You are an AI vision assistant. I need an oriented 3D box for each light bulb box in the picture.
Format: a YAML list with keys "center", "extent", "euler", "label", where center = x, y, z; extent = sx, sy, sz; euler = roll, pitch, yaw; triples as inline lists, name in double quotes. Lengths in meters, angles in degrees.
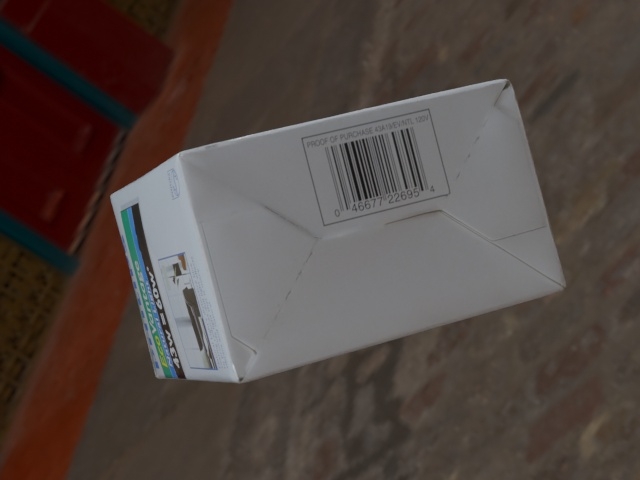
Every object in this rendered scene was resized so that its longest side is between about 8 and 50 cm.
- center: [0.000, 0.000, 1.473]
  extent: [0.358, 0.225, 0.361]
  euler: [-14, 0, -20]
  label: "light bulb box"
